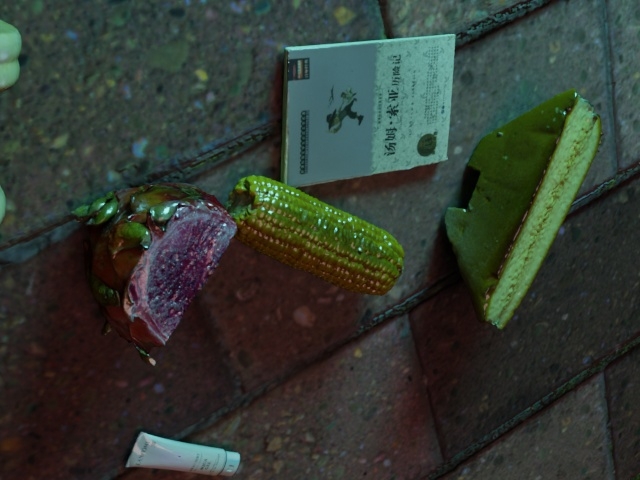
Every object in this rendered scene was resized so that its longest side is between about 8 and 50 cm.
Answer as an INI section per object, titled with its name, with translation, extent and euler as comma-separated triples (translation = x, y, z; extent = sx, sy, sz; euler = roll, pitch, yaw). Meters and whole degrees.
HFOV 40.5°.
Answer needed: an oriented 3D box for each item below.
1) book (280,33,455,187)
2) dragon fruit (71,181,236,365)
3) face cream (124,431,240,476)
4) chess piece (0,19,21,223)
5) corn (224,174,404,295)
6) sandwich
[book]
translation = 0.046, -0.119, 0.789
extent = 0.181, 0.014, 0.127
euler = -11, 117, -27
[dragon fruit]
translation = -0.143, 0.008, 0.682
extent = 0.096, 0.102, 0.147
euler = 40, 78, -44
[face cream]
translation = -0.130, 0.207, 0.826
extent = 0.115, 0.020, 0.038
euler = 20, 101, -33
[chess piece]
translation = -0.247, -0.120, 0.554
extent = 0.117, 0.117, 0.397
euler = 1, 112, -32
[corn]
translation = 0.000, 0.000, 0.781
extent = 0.207, 0.068, 0.068
euler = 23, 98, -38
[sandwich]
translation = 0.195, -0.036, 0.877
extent = 0.090, 0.088, 0.244
euler = 17, 98, -44
